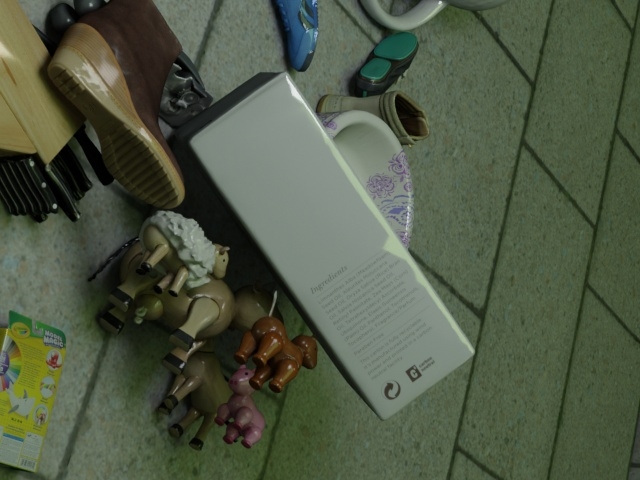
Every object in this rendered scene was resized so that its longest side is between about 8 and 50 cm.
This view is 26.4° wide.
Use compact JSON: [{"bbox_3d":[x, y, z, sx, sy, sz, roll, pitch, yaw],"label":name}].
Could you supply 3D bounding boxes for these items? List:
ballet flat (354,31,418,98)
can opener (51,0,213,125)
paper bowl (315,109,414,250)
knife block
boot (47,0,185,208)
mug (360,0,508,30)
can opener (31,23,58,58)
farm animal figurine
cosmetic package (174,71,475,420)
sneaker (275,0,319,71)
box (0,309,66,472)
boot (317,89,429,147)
[{"bbox_3d":[0.109,-0.290,2.331,0.203,0.074,0.074,-51,128,-50],"label":"ballet flat"},{"bbox_3d":[-0.250,-0.252,1.838,0.283,0.076,0.095,40,25,-46],"label":"can opener"},{"bbox_3d":[0.012,-0.056,2.108,0.284,0.148,0.284,1,88,-55],"label":"paper bowl"},{"bbox_3d":[-0.349,-0.162,1.662,0.242,0.088,0.276,8,82,-55],"label":"knife block"},{"bbox_3d":[-0.213,-0.186,1.699,0.248,0.090,0.207,54,41,-21],"label":"boot"},{"bbox_3d":[0.207,-0.525,2.335,0.374,0.276,0.328,-47,140,-6],"label":"mug"},{"bbox_3d":[-0.333,-0.233,1.718,0.186,0.059,0.073,35,87,-37],"label":"can opener"},{"bbox_3d":[-0.149,0.111,1.827,0.327,0.330,0.172,43,53,-10],"label":"farm animal figurine"},{"bbox_3d":[0.000,0.000,1.849,0.161,0.230,0.453,-36,102,-4],"label":"cosmetic package"},{"bbox_3d":[-0.045,-0.369,2.126,0.082,0.069,0.209,1,98,-22],"label":"sneaker"},{"bbox_3d":[-0.372,0.182,1.655,0.105,0.043,0.179,32,66,-49],"label":"box"},{"bbox_3d":[0.109,-0.160,2.230,0.213,0.165,0.077,54,49,-36],"label":"boot"}]
